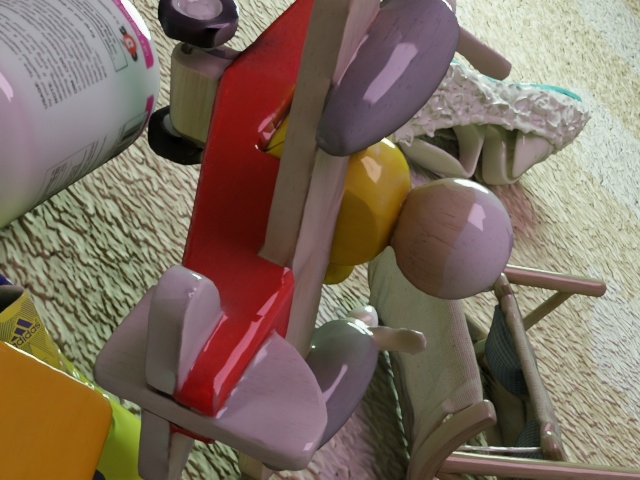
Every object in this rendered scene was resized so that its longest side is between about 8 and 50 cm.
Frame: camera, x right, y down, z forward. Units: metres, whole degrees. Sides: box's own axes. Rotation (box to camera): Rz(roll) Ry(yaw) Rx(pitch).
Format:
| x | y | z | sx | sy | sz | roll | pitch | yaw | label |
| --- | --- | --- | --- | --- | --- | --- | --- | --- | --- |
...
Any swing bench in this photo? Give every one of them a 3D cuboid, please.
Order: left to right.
| x | y | z | sx | sy | sz | roll | pitch | yaw | label |
| --- | --- | --- | --- | --- | --- | --- | --- | --- | --- |
| 0.158 | 0.133 | 1.397 | 0.254 | 0.165 | 0.253 | 23 | 39 | -32 | swing bench |

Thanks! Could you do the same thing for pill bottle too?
| x | y | z | sx | sy | sz | roll | pitch | yaw | label |
| --- | --- | --- | --- | --- | --- | --- | --- | --- | --- |
| -0.244 | -0.094 | 1.078 | 0.160 | 0.160 | 0.283 | 50 | 28 | -2 | pill bottle |

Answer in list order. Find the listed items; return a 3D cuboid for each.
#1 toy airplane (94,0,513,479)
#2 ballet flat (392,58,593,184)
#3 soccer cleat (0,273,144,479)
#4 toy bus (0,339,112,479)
| x | y | z | sx | sy | sz | roll | pitch | yaw | label |
| --- | --- | --- | --- | --- | --- | --- | --- | --- | --- |
| 0.000 | 0.000 | 1.028 | 0.272 | 0.384 | 0.386 | 8 | -1 | -4 | toy airplane |
| 0.182 | -0.133 | 1.798 | 0.409 | 0.147 | 0.147 | 9 | 49 | -47 | ballet flat |
| -0.201 | 0.088 | 0.970 | 0.289 | 0.121 | 0.093 | 36 | 32 | -26 | soccer cleat |
| -0.212 | 0.214 | 0.693 | 0.108 | 0.130 | 0.333 | 34 | 59 | -31 | toy bus |
